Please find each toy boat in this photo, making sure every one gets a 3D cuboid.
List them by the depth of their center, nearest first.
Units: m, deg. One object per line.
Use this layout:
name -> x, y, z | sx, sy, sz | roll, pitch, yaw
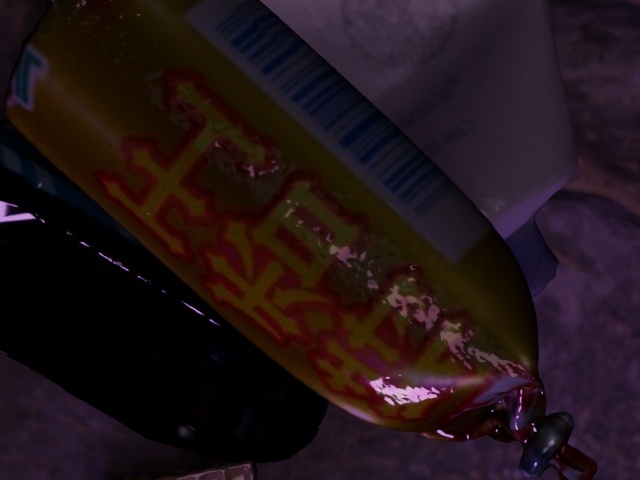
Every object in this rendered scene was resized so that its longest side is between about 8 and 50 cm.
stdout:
toy boat -> -0.118, 0.004, 0.885 | 0.299, 0.134, 0.092 | 33, 50, -22

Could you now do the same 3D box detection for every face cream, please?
face cream -> -0.016, -0.136, 0.896 | 0.234, 0.137, 0.420 | -33, 94, -2

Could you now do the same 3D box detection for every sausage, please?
sausage -> -0.001, 0.001, 0.790 | 0.317, 0.125, 0.117 | 44, 49, 4

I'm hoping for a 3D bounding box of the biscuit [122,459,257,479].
biscuit -> -0.058, 0.301, 0.963 | 0.094, 0.054, 0.379 | -10, 100, -12
